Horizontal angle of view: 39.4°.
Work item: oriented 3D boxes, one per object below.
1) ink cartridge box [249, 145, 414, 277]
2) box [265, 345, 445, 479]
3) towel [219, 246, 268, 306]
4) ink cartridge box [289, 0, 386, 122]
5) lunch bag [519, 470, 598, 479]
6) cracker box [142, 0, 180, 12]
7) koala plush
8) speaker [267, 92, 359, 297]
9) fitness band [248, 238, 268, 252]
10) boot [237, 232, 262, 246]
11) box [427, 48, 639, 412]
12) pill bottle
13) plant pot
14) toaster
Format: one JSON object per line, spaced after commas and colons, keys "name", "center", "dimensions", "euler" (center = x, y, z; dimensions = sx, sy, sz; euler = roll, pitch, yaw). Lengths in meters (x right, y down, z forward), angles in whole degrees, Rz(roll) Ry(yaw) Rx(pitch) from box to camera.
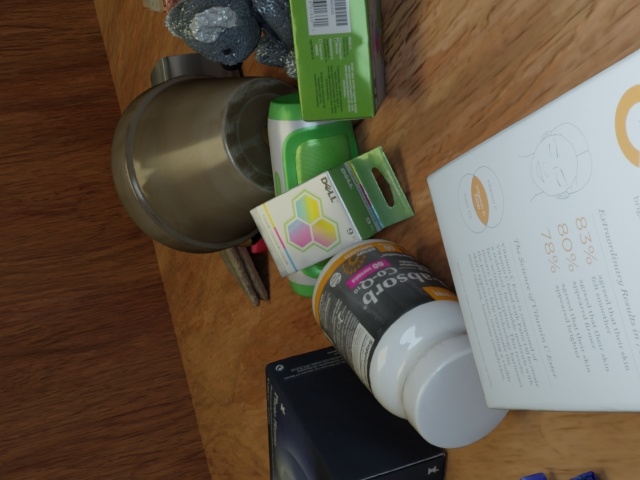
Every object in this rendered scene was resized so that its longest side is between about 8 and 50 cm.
{"name": "ink cartridge box", "center": [0.012, -0.037, 1.232], "dimensions": [0.209, 0.062, 0.109], "euler": [-24, 94, 36]}
{"name": "box", "center": [0.043, 0.370, 1.413], "dimensions": [0.294, 0.182, 0.296], "euler": [-131, 34, -52]}
{"name": "towel", "center": [-0.200, 0.002, 1.956], "dimensions": [0.187, 0.049, 0.282], "euler": [47, 163, 48]}
{"name": "ink cartridge box", "center": [0.037, -0.278, 1.184], "dimensions": [0.255, 0.097, 0.189], "euler": [-59, -34, -66]}
{"name": "lunch bag", "center": [0.255, 0.393, 0.939], "dimensions": [0.221, 0.138, 0.293], "euler": [107, 154, -60]}
{"name": "cracker box", "center": [-0.255, -0.491, 1.756], "dimensions": [0.232, 0.155, 0.067], "euler": [-145, 46, -64]}
{"name": "koala plush", "center": [-0.116, -0.339, 1.357], "dimensions": [0.196, 0.221, 0.203], "euler": [-138, 40, -60]}
{"name": "speaker", "center": [-0.005, -0.069, 1.348], "dimensions": [0.131, 0.131, 0.297], "euler": [-146, 47, -63]}
{"name": "fitness band", "center": [-0.158, -0.116, 1.873], "dimensions": [0.209, 0.054, 0.291], "euler": [-166, 64, -69]}
{"name": "boot", "center": [-0.167, -0.133, 1.729], "dimensions": [0.115, 0.112, 0.305], "euler": [11, 117, 41]}
{"name": "box", "center": [0.241, -0.001, 0.640], "dimensions": [0.345, 0.168, 0.215], "euler": [150, 107, -71]}
{"name": "pill bottle", "center": [0.110, 0.120, 1.098], "dimensions": [0.278, 0.162, 0.162], "euler": [-135, 37, -57]}
{"name": "plant pot", "center": [-0.153, -0.151, 1.514], "dimensions": [0.280, 0.323, 0.323], "euler": [-12, 90, 55]}
{"name": "toaster", "center": [-0.257, -0.318, 1.848], "dimensions": [0.185, 0.168, 0.110], "euler": [172, 87, -71]}
